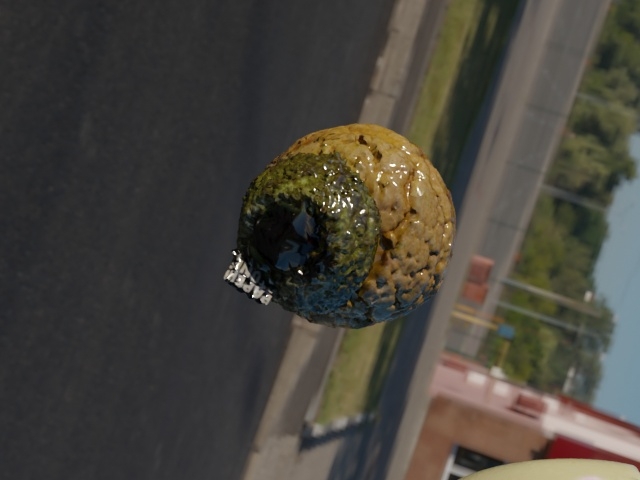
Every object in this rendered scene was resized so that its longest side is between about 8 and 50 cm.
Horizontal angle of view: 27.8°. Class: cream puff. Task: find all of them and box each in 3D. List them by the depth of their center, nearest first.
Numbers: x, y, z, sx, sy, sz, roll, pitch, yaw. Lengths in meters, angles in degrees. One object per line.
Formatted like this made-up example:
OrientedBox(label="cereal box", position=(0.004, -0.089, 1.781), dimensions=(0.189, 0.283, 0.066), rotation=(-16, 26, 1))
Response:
OrientedBox(label="cream puff", position=(0.000, 0.000, 1.038), dimensions=(0.169, 0.183, 0.183), rotation=(-23, 132, -62))

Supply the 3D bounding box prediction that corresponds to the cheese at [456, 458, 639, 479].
OrientedBox(label="cheese", position=(0.083, 0.179, 0.713), dimensions=(0.163, 0.249, 0.071), rotation=(87, 2, -55))
